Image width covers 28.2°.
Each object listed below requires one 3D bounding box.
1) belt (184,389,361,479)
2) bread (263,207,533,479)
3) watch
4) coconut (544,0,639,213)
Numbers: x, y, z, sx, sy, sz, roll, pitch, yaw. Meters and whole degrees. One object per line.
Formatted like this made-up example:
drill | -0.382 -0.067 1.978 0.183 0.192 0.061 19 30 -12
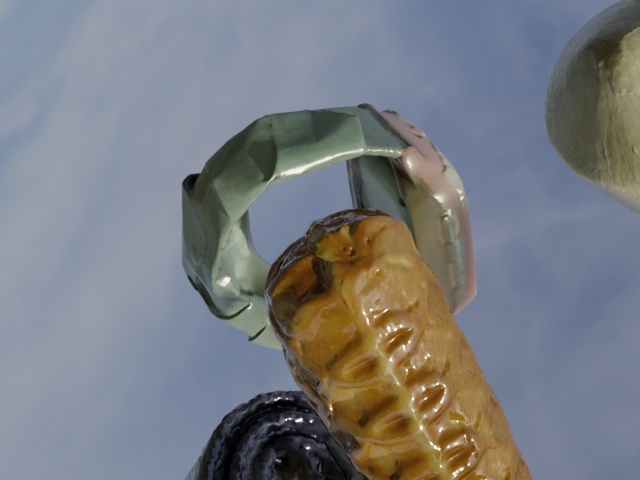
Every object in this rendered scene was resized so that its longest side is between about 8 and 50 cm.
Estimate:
belt | 0.018 0.177 0.547 0.230 0.140 0.126 56 -38 25
bread | 0.032 0.063 0.396 0.052 0.157 0.044 -31 -164 -17
watch | 0.000 0.000 1.151 0.241 0.253 0.162 -24 -141 -15
coconut | 0.372 -0.149 1.408 0.237 0.266 0.237 -22 -127 33
